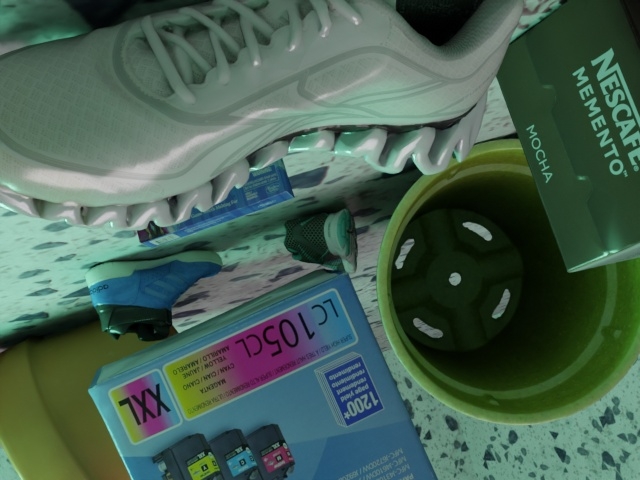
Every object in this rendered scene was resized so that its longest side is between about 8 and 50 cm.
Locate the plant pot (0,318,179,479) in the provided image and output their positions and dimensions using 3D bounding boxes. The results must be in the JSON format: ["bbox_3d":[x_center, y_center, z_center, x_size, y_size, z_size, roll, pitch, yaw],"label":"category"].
[{"bbox_3d":[-0.244,0.214,1.134,0.203,0.291,0.291,-32,169,-3],"label":"plant pot"}]

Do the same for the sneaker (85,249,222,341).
[{"bbox_3d":[-0.160,0.060,0.937,0.152,0.084,0.058,-7,165,-42],"label":"sneaker"}]

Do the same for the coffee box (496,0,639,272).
[{"bbox_3d":[0.289,-0.089,0.669,0.297,0.168,0.119,-9,166,-35],"label":"coffee box"}]

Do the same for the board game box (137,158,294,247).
[{"bbox_3d":[-0.070,-0.052,0.522,0.090,0.090,0.020,-19,166,9],"label":"board game box"}]

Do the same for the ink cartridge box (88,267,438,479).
[{"bbox_3d":[-0.024,0.258,0.918,0.270,0.395,0.151,-24,-175,-6],"label":"ink cartridge box"}]

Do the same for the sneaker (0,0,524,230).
[{"bbox_3d":[-0.029,-0.086,0.438,0.292,0.110,0.118,-14,156,-28],"label":"sneaker"}]

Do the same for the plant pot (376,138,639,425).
[{"bbox_3d":[0.175,0.044,0.994,0.276,0.276,0.254,-15,179,-7],"label":"plant pot"}]

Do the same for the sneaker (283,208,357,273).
[{"bbox_3d":[0.000,0.000,0.988,0.076,0.065,0.166,-2,167,7],"label":"sneaker"}]
